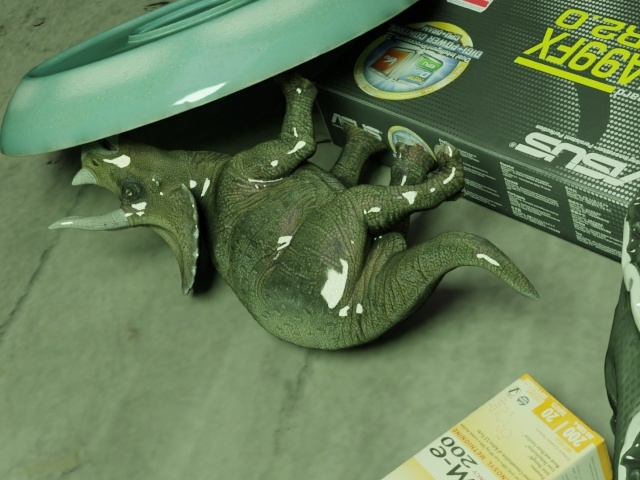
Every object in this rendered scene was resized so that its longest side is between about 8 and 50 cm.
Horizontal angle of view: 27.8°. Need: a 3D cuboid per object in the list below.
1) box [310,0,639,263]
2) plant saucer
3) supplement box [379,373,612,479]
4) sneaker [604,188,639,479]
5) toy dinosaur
[{"bbox_3d":[0.162,-0.110,0.836,0.270,0.060,0.216,27,60,40],"label":"box"},{"bbox_3d":[-0.078,-0.141,0.885,0.317,0.044,0.317,-19,17,6],"label":"plant saucer"},{"bbox_3d":[0.088,0.120,0.647,0.098,0.036,0.062,-35,43,-13],"label":"supplement box"},{"bbox_3d":[0.172,0.089,0.601,0.078,0.106,0.234,2,57,9],"label":"sneaker"},{"bbox_3d":[0.000,0.000,0.772,0.313,0.121,0.160,30,86,32],"label":"toy dinosaur"}]
